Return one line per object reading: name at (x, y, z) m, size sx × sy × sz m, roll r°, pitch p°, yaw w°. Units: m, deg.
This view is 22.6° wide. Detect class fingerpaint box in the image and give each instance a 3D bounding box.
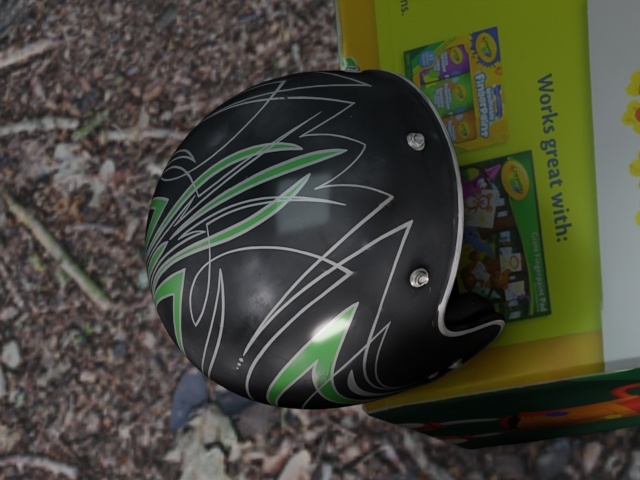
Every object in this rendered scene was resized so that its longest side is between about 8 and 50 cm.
fingerpaint box at (0.205, -0.136, 0.871) m, size 0.371 × 0.163 × 0.444 m, roll -13°, pitch 70°, yaw 23°

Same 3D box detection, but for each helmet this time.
helmet at (0.000, 0.000, 0.747) m, size 0.169 × 0.161 × 0.169 m, roll -8°, pitch 72°, yaw 26°
